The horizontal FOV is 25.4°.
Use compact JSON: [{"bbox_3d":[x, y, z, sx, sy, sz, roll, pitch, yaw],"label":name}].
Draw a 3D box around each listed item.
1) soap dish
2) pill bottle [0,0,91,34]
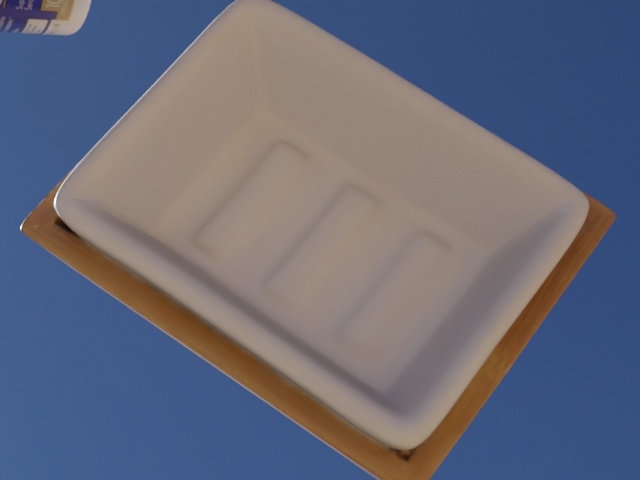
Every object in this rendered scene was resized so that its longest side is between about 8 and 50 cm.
[{"bbox_3d":[0.000,0.000,0.888,0.291,0.229,0.118,33,-24,15],"label":"soap dish"},{"bbox_3d":[-0.243,-0.188,0.889,0.187,0.112,0.112,-1,-49,-23],"label":"pill bottle"}]
